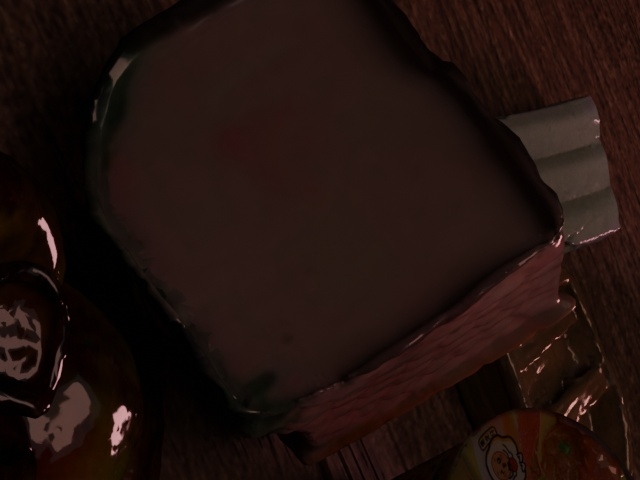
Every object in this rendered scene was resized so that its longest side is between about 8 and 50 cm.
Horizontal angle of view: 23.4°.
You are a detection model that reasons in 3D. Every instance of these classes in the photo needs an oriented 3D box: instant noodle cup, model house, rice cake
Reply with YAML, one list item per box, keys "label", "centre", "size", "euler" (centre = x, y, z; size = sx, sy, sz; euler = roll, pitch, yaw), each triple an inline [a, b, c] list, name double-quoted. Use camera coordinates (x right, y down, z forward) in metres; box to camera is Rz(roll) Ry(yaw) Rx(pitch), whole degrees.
- label: "instant noodle cup"
  centre: [0.097, 0.219, 0.943]
  size: [0.205, 0.153, 0.205]
  euler: [18, 58, -33]
- label: "model house"
  centre: [0.000, 0.000, 0.885]
  size: [0.237, 0.202, 0.237]
  euler: [52, -6, 22]
- label: "rice cake"
  centre: [0.140, -0.035, 1.140]
  size: [0.237, 0.043, 0.127]
  euler: [-11, 89, -46]

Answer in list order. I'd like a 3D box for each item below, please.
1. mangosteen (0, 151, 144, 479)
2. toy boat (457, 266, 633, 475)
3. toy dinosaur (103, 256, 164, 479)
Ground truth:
- label: "mangosteen"
  centre: [-0.208, 0.054, 0.587]
  size: [0.233, 0.287, 0.287]
  euler: [-48, 117, -17]
- label: "toy boat"
  centre: [0.164, 0.123, 1.118]
  size: [0.116, 0.061, 0.188]
  euler: [-34, 106, -46]
- label: "toy dinosaur"
  centre: [-0.118, 0.192, 0.779]
  size: [0.208, 0.097, 0.432]
  euler: [59, 26, -23]
